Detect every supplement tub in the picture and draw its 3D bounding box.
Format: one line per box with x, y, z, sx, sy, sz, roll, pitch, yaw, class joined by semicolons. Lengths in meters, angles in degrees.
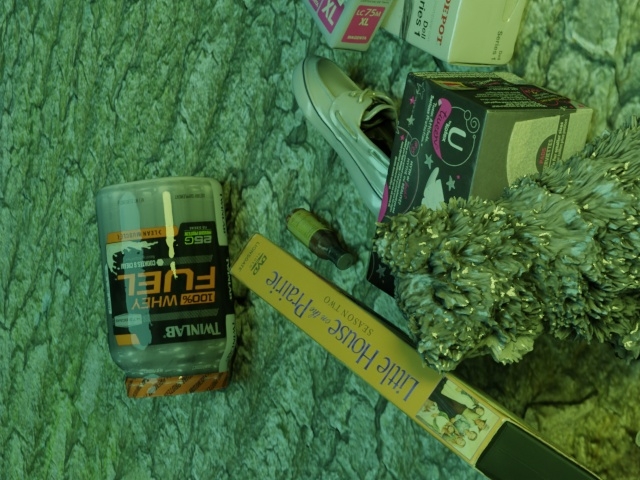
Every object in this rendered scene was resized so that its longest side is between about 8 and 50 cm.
-0.227;0.069;2.146;0.193;0.193;0.316;-10;86;56;supplement tub

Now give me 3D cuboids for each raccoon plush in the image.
0.243;-0.048;1.345;0.216;0.299;0.446;58;137;35;raccoon plush

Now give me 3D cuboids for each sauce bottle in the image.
0.000;0.000;1.939;0.128;0.042;0.042;42;127;44;sauce bottle

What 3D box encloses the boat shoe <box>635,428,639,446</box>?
0.368;0.195;1.420;0.125;0.038;0.046;-24;32;49;boat shoe

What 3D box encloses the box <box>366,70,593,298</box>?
0.173;-0.046;1.569;0.142;0.163;0.247;35;121;47;box

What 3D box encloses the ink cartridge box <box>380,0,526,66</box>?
0.135;-0.308;1.659;0.219;0.092;0.160;37;123;49;ink cartridge box

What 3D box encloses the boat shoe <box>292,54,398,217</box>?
0.056;-0.144;1.796;0.088;0.096;0.267;-53;52;39;boat shoe

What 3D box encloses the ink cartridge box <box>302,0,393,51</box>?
0.057;-0.392;1.635;0.311;0.065;0.186;-58;46;37;ink cartridge box

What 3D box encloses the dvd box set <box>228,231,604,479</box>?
0.119;0.158;1.547;0.420;0.307;0.062;35;90;44;dvd box set
